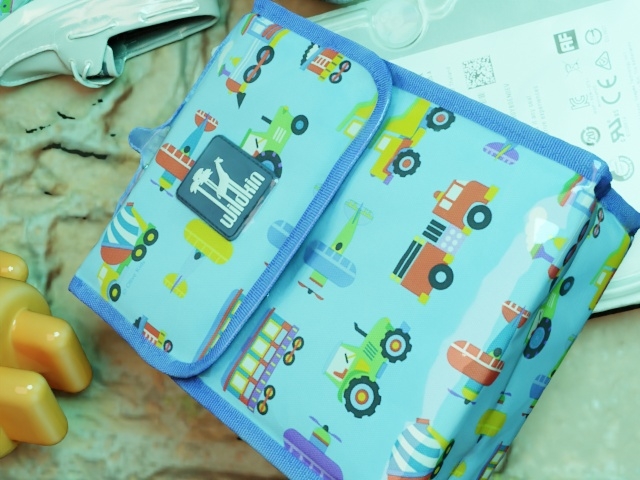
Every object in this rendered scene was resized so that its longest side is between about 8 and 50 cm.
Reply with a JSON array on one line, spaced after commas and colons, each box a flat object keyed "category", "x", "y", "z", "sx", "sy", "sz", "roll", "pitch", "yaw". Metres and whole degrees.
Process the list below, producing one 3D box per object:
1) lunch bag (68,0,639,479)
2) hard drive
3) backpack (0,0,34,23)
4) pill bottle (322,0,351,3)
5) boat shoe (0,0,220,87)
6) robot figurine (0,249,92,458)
[{"category": "lunch bag", "x": 0.000, "y": 0.000, "z": 0.668, "sx": 0.293, "sy": 0.138, "sz": 0.221, "roll": 32, "pitch": 92, "yaw": 27}, {"category": "hard drive", "x": 0.113, "y": -0.056, "z": 0.729, "sx": 0.339, "sy": 0.064, "sz": 0.237, "roll": -13, "pitch": 80, "yaw": 12}, {"category": "backpack", "x": -0.272, "y": -0.202, "z": 0.808, "sx": 0.182, "sy": 0.115, "sz": 0.152, "roll": -44, "pitch": 74, "yaw": 1}, {"category": "pill bottle", "x": 0.033, "y": -0.336, "z": 0.715, "sx": 0.188, "sy": 0.188, "sz": 0.334, "roll": 33, "pitch": 91, "yaw": 15}, {"category": "boat shoe", "x": -0.158, "y": -0.144, "z": 0.808, "sx": 0.184, "sy": 0.066, "sz": 0.063, "roll": -22, "pitch": 78, "yaw": 0}, {"category": "robot figurine", "x": -0.271, "y": 0.078, "z": 0.769, "sx": 0.219, "sy": 0.128, "sz": 0.158, "roll": 11, "pitch": 93, "yaw": 15}]
